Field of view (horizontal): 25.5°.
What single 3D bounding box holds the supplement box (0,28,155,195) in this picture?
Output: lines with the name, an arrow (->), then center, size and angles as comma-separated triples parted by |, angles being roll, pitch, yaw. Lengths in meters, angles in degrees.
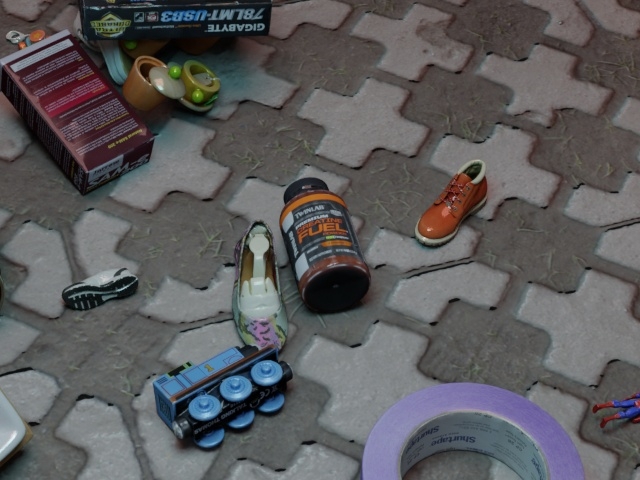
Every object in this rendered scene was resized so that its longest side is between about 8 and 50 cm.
supplement box -> -0.378, -0.199, 2.181 | 0.130, 0.073, 0.239 | -31, 72, -28

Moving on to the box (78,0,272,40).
box -> -0.246, -0.432, 2.267 | 0.293, 0.073, 0.295 | -5, 43, -12

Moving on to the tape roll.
tape roll -> 0.186, 0.311, 1.764 | 0.275, 0.090, 0.275 | 2, 48, -2

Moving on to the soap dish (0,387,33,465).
soap dish -> -0.523, 0.199, 1.721 | 0.118, 0.291, 0.229 | -11, 26, 51

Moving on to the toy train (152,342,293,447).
toy train -> -0.128, 0.195, 1.865 | 0.184, 0.080, 0.105 | -28, 48, -26

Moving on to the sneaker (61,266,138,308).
sneaker -> -0.315, 0.066, 2.007 | 0.109, 0.040, 0.044 | -13, 32, -20

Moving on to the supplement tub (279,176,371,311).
supplement tub -> 0.000, 0.000, 2.035 | 0.106, 0.106, 0.198 | -9, 48, -11

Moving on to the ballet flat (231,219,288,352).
ballet flat -> -0.088, 0.058, 1.993 | 0.077, 0.079, 0.221 | -2, 47, -6

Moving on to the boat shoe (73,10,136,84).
boat shoe -> -0.365, -0.358, 2.369 | 0.096, 0.098, 0.277 | -24, 56, 10

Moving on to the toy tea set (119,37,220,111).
toy tea set -> -0.223, -0.327, 2.263 | 0.200, 0.124, 0.336 | 23, 38, -28

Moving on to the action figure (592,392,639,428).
action figure -> 0.421, 0.224, 1.901 | 0.115, 0.030, 0.038 | -11, 54, -20

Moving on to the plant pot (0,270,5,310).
plant pot -> -0.518, 0.018, 1.960 | 0.167, 0.167, 0.165 | -3, 40, -6

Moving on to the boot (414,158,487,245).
boot -> 0.196, -0.059, 2.118 | 0.059, 0.084, 0.158 | 32, 54, 22

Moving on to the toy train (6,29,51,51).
toy train -> -0.505, -0.302, 2.330 | 0.125, 0.046, 0.166 | 14, 48, 9
